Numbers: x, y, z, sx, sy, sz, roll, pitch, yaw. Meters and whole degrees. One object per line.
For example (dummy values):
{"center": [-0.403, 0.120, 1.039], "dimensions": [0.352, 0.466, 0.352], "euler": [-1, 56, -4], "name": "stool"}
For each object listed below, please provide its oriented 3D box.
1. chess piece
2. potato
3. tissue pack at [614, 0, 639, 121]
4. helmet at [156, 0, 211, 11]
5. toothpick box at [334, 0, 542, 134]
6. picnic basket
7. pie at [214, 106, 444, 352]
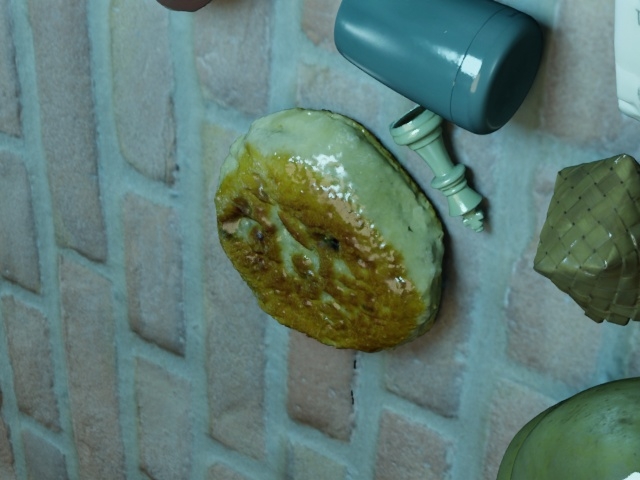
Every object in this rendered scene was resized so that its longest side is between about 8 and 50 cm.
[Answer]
{"center": [0.130, -0.069, 1.262], "dimensions": [0.059, 0.059, 0.149], "euler": [-16, 111, 44], "name": "chess piece"}
{"center": [0.309, 0.250, 1.185], "dimensions": [0.221, 0.243, 0.326], "euler": [56, 150, 1], "name": "potato"}
{"center": [0.372, -0.159, 0.813], "dimensions": [0.356, 0.194, 0.266], "euler": [41, 147, 51], "name": "tissue pack"}
{"center": [-0.131, -0.333, 1.257], "dimensions": [0.155, 0.106, 0.175], "euler": [23, 136, 30], "name": "helmet"}
{"center": [0.107, -0.188, 1.153], "dimensions": [0.184, 0.120, 0.120], "euler": [30, 133, 24], "name": "toothpick box"}
{"center": [0.295, 0.017, 1.136], "dimensions": [0.178, 0.138, 0.128], "euler": [35, 154, -34], "name": "picnic basket"}
{"center": [0.000, 0.000, 1.391], "dimensions": [0.315, 0.092, 0.315], "euler": [21, 131, 27], "name": "pie"}
